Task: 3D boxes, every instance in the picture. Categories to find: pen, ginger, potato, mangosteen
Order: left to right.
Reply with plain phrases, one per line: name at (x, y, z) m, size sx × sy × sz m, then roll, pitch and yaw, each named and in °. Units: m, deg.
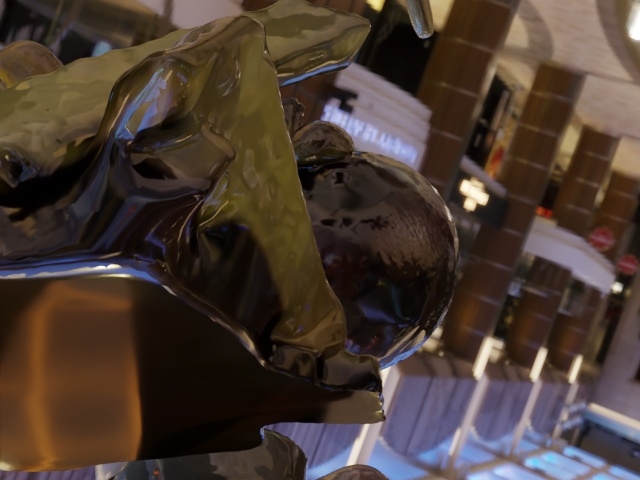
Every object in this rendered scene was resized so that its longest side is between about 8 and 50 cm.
potato at (-0.383, -0.186, 1.300) m, size 0.137 × 0.137 × 0.176 m, roll 20°, pitch 163°, yaw 24°
ginger at (-0.135, 0.005, 0.633) m, size 0.413 × 0.211 × 0.358 m, roll -23°, pitch 144°, yaw 32°
mangosteen at (0.010, 0.017, 1.091) m, size 0.297 × 0.293 × 0.297 m, roll -2°, pitch -149°, yaw 1°
pen at (0.100, -0.350, 1.138) m, size 0.040 × 0.233 × 0.032 m, roll -12°, pitch 177°, yaw -31°

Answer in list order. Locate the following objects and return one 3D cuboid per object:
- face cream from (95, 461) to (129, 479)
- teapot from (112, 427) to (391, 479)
face cream at (-0.223, 0.305, 1.485) m, size 0.219 × 0.312 × 0.357 m, roll 24°, pitch -146°, yaw -18°
teapot at (-0.047, 0.342, 0.819) m, size 0.253 × 0.300 × 0.344 m, roll 61°, pitch -174°, yaw -46°
